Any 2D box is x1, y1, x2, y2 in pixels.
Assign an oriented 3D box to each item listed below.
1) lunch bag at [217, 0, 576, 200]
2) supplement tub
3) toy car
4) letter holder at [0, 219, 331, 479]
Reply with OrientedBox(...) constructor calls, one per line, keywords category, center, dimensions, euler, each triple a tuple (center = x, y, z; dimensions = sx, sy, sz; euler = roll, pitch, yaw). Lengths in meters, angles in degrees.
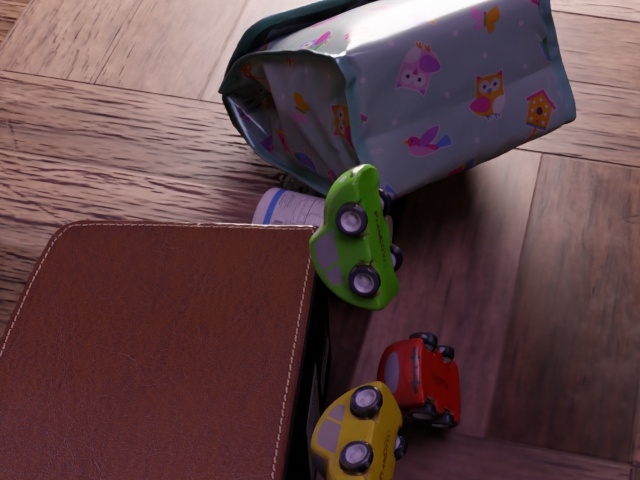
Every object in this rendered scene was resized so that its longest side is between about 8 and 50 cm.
OrientedBox(category="lunch bag", center=(0.055, -0.142, 1.221), dimensions=(0.223, 0.160, 0.262), euler=(-22, 20, -22))
OrientedBox(category="supplement tub", center=(0.000, 0.000, 1.159), dimensions=(0.107, 0.071, 0.071), euler=(14, 47, 13))
OrientedBox(category="toy car", center=(0.032, 0.059, 0.963), dimensions=(0.053, 0.225, 0.239), euler=(-7, 13, 22))
OrientedBox(category="letter holder", center=(-0.115, 0.142, 0.966), dimensions=(0.214, 0.152, 0.302), euler=(2, 45, 6))
